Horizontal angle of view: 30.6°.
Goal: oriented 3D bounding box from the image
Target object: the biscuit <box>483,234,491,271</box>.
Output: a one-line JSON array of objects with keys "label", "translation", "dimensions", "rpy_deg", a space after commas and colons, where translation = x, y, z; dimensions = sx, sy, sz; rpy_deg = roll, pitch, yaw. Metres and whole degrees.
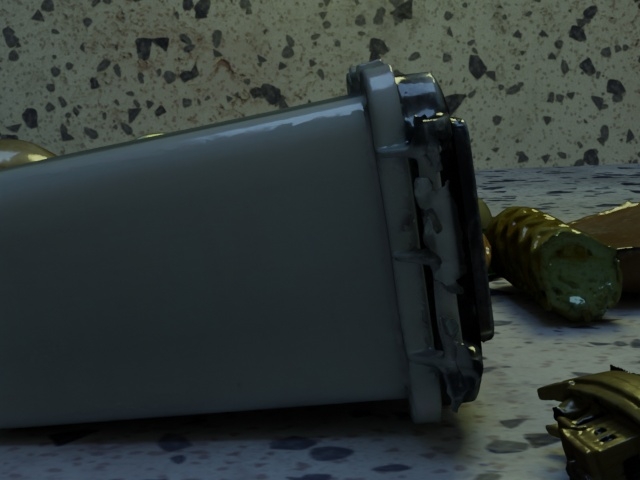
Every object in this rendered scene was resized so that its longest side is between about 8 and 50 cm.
[{"label": "biscuit", "translation": [0.000, -0.004, 1.289], "dimensions": [0.376, 0.051, 0.269], "rpy_deg": [7, 27, 8]}]

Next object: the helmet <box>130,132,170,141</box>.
[{"label": "helmet", "translation": [-0.193, -0.009, 1.432], "dimensions": [0.204, 0.137, 0.257], "rpy_deg": [35, 35, 2]}]

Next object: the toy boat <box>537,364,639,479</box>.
[{"label": "toy boat", "translation": [0.169, 0.117, 0.646], "dimensions": [0.072, 0.064, 0.206], "rpy_deg": [-21, 8, -8]}]

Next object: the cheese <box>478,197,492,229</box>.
[{"label": "cheese", "translation": [0.145, -0.016, 1.567], "dimensions": [0.175, 0.091, 0.202], "rpy_deg": [0, 6, 15]}]

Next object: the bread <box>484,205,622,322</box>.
[{"label": "bread", "translation": [0.237, 0.018, 1.236], "dimensions": [0.098, 0.087, 0.269], "rpy_deg": [25, 5, -7]}]

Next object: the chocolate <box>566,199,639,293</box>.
[{"label": "chocolate", "translation": [0.359, 0.014, 1.306], "dimensions": [0.161, 0.083, 0.261], "rpy_deg": [-16, 8, 0]}]

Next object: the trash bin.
[{"label": "trash bin", "translation": [-0.072, 0.015, 0.842], "dimensions": [0.367, 0.256, 0.296], "rpy_deg": [-8, 9, -1]}]

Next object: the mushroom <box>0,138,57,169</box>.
[{"label": "mushroom", "translation": [-0.337, 0.004, 1.261], "dimensions": [0.207, 0.207, 0.215], "rpy_deg": [-6, 39, -31]}]

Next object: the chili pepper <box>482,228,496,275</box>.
[{"label": "chili pepper", "translation": [0.177, 0.015, 1.432], "dimensions": [0.216, 0.062, 0.108], "rpy_deg": [-4, 7, -33]}]
